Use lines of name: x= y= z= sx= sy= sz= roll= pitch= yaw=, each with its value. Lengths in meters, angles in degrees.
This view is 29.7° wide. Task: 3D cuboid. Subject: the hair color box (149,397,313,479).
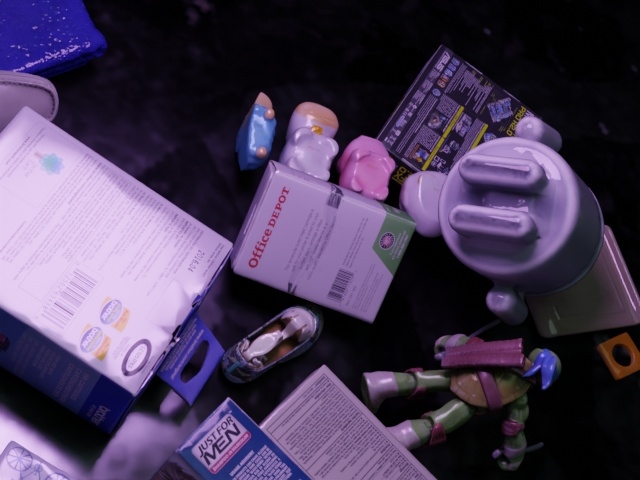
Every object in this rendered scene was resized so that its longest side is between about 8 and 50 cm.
hair color box: x=-0.045 y=0.370 z=1.464 sx=0.347 sy=0.174 sz=0.105 roll=44 pitch=55 yaw=4

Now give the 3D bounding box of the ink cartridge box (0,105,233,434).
ink cartridge box: x=-0.298 y=0.055 z=1.541 sx=0.396 sy=0.151 sz=0.270 roll=33 pitch=54 yaw=-3

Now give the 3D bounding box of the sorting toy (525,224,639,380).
sorting toy: x=0.404 y=0.069 z=1.934 sx=0.196 sy=0.047 sz=0.347 roll=-7 pitch=65 yaw=-24

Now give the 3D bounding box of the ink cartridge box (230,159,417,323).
ink cartridge box: x=0.000 y=0.000 z=1.703 sx=0.220 sy=0.160 sz=0.092 roll=22 pitch=11 yaw=-13

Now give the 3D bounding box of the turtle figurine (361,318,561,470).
turtle figurine: x=0.200 y=0.235 z=1.706 sx=0.266 sy=0.275 sz=0.197 roll=-13 pitch=90 yaw=-10

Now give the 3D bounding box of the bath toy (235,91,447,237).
bath toy: x=0.046 y=-0.104 z=1.814 sx=0.348 sy=0.129 sz=0.151 roll=22 pitch=69 yaw=-11

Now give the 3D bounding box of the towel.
towel: x=-0.477 y=-0.353 z=1.749 sx=0.228 sy=0.076 sz=0.308 roll=-27 pitch=76 yaw=-27

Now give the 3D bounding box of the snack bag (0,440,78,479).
snack bag: x=-0.316 y=0.440 z=1.365 sx=0.323 sy=0.037 sz=0.342 roll=33 pitch=53 yaw=1

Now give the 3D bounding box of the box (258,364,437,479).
box: x=0.018 y=0.304 z=1.561 sx=0.232 sy=0.127 sz=0.149 roll=46 pitch=53 yaw=5

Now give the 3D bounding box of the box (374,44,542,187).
box: x=0.219 y=-0.167 z=1.974 sx=0.216 sy=0.060 sz=0.270 roll=36 pitch=54 yaw=-3

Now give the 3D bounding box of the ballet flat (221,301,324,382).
ballet flat: x=-0.054 y=0.135 z=1.665 sx=0.070 sy=0.070 sz=0.188 roll=49 pitch=53 yaw=7

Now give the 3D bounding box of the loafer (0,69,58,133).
loafer: x=-0.492 y=-0.155 z=1.582 sx=0.320 sy=0.111 sz=0.112 roll=-16 pitch=113 yaw=-27

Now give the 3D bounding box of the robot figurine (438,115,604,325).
robot figurine: x=0.295 y=-0.030 z=1.743 sx=0.200 sy=0.353 sz=0.299 roll=13 pitch=84 yaw=26
